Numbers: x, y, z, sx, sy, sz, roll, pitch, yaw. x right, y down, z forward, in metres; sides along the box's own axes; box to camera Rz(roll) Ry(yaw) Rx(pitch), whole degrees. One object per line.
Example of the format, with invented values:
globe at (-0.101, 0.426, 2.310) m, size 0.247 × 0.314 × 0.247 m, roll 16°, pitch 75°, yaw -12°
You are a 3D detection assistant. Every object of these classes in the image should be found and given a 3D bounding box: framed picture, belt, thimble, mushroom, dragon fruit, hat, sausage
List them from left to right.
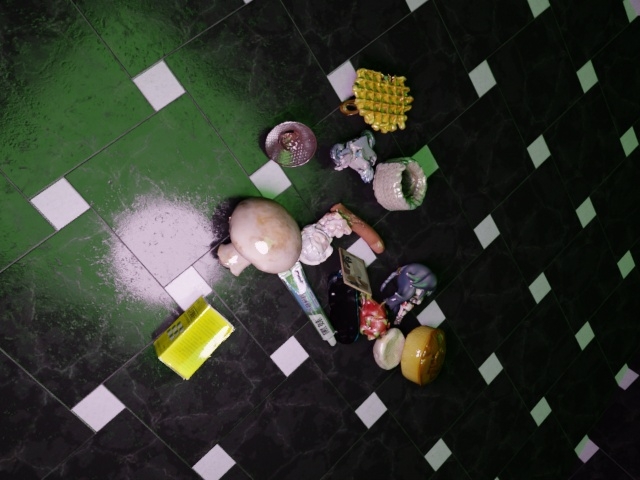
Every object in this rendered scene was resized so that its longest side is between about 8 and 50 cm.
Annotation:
mushroom at (-0.221, 0.001, 1.664) m, size 0.290 × 0.297 × 0.297 m, roll -35°, pitch 115°, yaw 22°
hat at (-0.112, -0.374, 1.739) m, size 0.193 × 0.082 × 0.193 m, roll -4°, pitch 132°, yaw -4°
belt at (0.120, -0.525, 1.845) m, size 0.083 × 0.036 × 0.059 m, roll -8°, pitch 101°, yaw -24°
framed picture at (0.138, 0.122, 1.868) m, size 0.136 × 0.201 × 0.010 m, roll 27°, pitch 123°, yaw -25°
sausage at (0.159, -0.051, 1.907) m, size 0.304 × 0.078 × 0.078 m, roll 37°, pitch 81°, yaw -25°
dragon fruit at (0.218, 0.296, 1.946) m, size 0.137 × 0.135 × 0.236 m, roll -4°, pitch 79°, yaw 1°
thimble at (0.319, -0.229, 1.891) m, size 0.219 × 0.150 × 0.219 m, roll -3°, pitch 95°, yaw -42°

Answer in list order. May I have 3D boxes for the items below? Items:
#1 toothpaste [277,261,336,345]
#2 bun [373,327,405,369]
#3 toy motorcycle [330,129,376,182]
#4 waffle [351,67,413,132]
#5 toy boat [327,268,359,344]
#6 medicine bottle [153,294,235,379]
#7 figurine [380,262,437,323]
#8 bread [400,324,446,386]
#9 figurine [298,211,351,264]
toothpaste at (-0.035, 0.265, 1.865) m, size 0.098 × 0.061 × 0.392 m, roll -31°, pitch 107°, yaw -4°
bun at (0.285, 0.459, 2.018) m, size 0.183 × 0.102 × 0.183 m, roll -11°, pitch 106°, yaw -43°
toy motorcycle at (0.151, -0.313, 1.847) m, size 0.239 × 0.108 × 0.204 m, roll -26°, pitch 107°, yaw -20°
waffle at (0.250, -0.574, 1.871) m, size 0.309 × 0.065 × 0.283 m, roll 49°, pitch 67°, yaw -27°
toy boat at (0.110, 0.273, 1.913) m, size 0.092 × 0.134 × 0.299 m, roll -23°, pitch 113°, yaw -54°
medicine bottle at (-0.445, 0.335, 1.642) m, size 0.250 × 0.137 × 0.141 m, roll -47°, pitch 113°, yaw -11°
figurine at (0.377, 0.213, 1.995) m, size 0.265 × 0.175 × 0.197 m, roll -31°, pitch 104°, yaw -26°
bread at (0.457, 0.503, 2.043) m, size 0.270 × 0.148 × 0.270 m, roll -22°, pitch 118°, yaw -50°
figurine at (-0.002, 0.000, 1.800) m, size 0.236 × 0.141 × 0.162 m, roll -41°, pitch 117°, yaw -15°
